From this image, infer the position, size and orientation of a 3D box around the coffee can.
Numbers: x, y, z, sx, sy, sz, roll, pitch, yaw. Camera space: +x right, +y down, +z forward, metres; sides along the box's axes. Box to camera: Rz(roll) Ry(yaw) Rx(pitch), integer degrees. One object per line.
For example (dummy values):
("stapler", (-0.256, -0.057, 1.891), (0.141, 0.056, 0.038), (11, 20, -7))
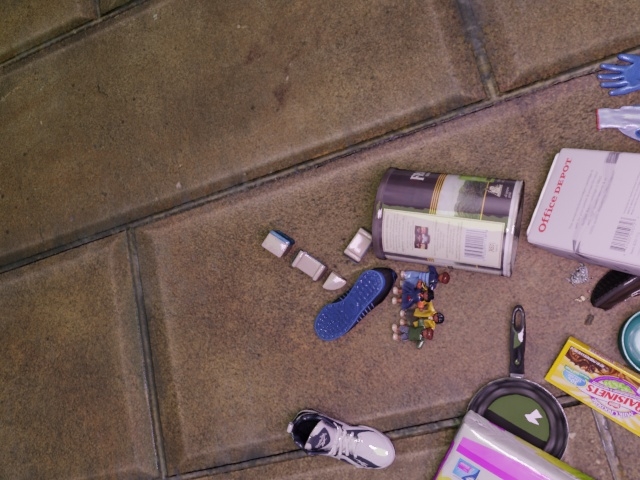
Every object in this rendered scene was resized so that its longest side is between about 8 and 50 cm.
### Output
("coffee can", (0.268, -0.040, 1.264), (0.276, 0.201, 0.201), (8, 83, 21))

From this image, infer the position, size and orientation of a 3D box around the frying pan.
("frying pan", (0.374, 0.315, 1.236), (0.197, 0.053, 0.325), (-21, 73, 15))

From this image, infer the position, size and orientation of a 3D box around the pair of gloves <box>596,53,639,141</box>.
("pair of gloves", (0.661, -0.298, 1.266), (0.160, 0.023, 0.198), (4, 81, 21))

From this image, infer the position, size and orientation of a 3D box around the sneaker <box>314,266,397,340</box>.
("sneaker", (0.083, 0.144, 1.367), (0.232, 0.091, 0.081), (-45, 68, 30))

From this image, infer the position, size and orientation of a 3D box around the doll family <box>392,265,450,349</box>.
("doll family", (0.221, 0.136, 1.313), (0.112, 0.076, 0.192), (-6, 82, 38))

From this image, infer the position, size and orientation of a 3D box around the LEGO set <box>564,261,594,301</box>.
("LEGO set", (0.532, 0.084, 1.239), (0.054, 0.023, 0.083), (-22, 73, 15))

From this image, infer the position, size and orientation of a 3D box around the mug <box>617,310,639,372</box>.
("mug", (0.632, 0.206, 1.140), (0.130, 0.097, 0.157), (-5, 79, 19))

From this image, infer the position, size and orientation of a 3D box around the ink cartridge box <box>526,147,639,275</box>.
("ink cartridge box", (0.562, -0.052, 1.134), (0.283, 0.117, 0.207), (20, 88, 56))

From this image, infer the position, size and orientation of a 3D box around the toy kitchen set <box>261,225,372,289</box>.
("toy kitchen set", (0.000, 0.000, 1.419), (0.207, 0.122, 0.166), (34, 92, 2))

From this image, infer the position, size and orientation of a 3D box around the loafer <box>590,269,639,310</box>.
("loafer", (0.627, 0.076, 1.166), (0.220, 0.080, 0.078), (-40, 96, 26))

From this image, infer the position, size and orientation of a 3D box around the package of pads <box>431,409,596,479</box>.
("package of pads", (0.361, 0.501, 1.148), (0.297, 0.101, 0.229), (27, 105, 18))

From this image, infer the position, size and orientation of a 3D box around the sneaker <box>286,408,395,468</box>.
("sneaker", (0.033, 0.426, 1.285), (0.235, 0.153, 0.094), (23, 90, 22))

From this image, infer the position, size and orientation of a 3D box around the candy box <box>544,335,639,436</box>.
("candy box", (0.553, 0.283, 1.173), (0.206, 0.027, 0.105), (30, 118, 22))
